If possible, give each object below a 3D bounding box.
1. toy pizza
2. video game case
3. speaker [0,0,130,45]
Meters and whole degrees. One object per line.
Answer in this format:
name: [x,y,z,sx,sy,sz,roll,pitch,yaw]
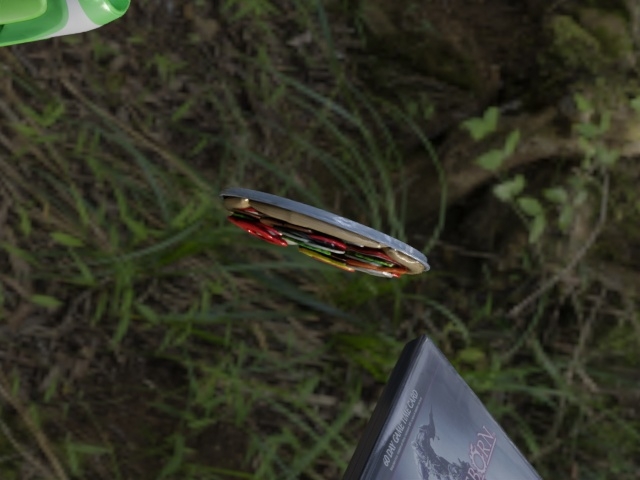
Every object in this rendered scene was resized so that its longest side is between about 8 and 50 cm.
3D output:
toy pizza: [0.000,0.000,1.139,0.201,0.201,0.032,32,76,-67]
video game case: [0.121,0.217,0.843,0.274,0.026,0.196,52,31,-12]
speaker: [-0.345,-0.254,1.265,0.131,0.297,0.131,-7,90,-78]
